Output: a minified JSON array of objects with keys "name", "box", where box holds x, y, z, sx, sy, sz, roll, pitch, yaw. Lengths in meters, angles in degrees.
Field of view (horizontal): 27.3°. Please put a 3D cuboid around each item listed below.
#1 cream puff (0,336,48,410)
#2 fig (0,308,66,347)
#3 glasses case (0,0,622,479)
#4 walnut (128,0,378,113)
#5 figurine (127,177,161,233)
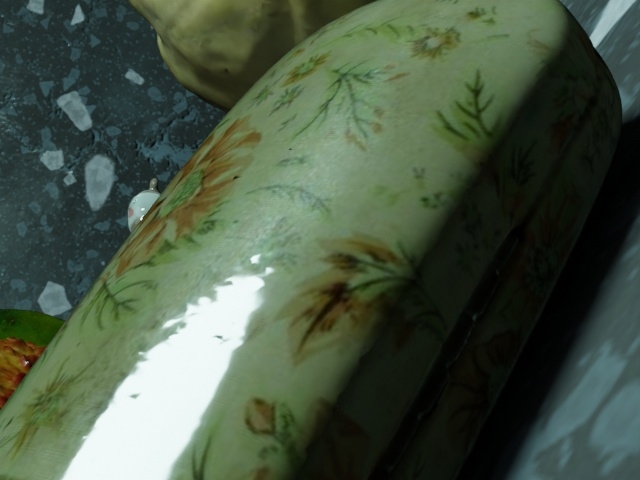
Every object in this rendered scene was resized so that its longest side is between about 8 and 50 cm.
[{"name":"cream puff","box":[-0.299,0.213,0.992,0.350,0.229,0.350,-53,8,12]},{"name":"fig","box":[-0.305,0.187,1.351,0.195,0.195,0.245,-47,28,41]},{"name":"glasses case","box":[-0.042,0.076,0.396,0.156,0.098,0.425,-5,44,49]},{"name":"walnut","box":[-0.003,-0.261,1.008,0.381,0.381,0.381,-52,7,9]},{"name":"figurine","box":[-0.149,0.046,1.272,0.260,0.103,0.205,167,114,-86]}]
